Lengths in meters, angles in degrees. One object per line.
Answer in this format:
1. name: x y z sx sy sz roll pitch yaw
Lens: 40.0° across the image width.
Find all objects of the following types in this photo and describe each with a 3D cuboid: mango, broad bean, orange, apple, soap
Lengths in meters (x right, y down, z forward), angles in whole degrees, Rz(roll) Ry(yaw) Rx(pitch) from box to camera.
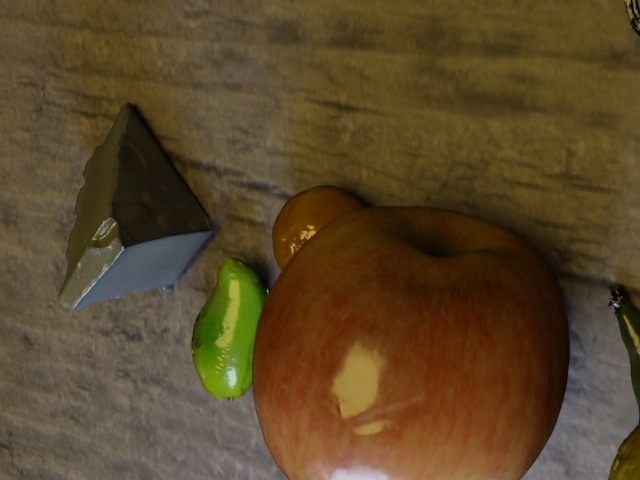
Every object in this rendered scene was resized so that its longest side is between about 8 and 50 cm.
1. mango: -0.142 0.136 1.383 0.125 0.111 0.233 11 106 22
2. broad bean: 0.421 0.199 1.108 0.060 0.043 0.298 -11 92 42
3. orange: 0.000 0.000 1.263 0.159 0.136 0.159 8 105 30
4. apple: 0.113 0.139 1.082 0.391 0.391 0.347 14 109 27
5. soap: -0.342 -0.062 1.380 0.159 0.257 0.302 -45 75 29

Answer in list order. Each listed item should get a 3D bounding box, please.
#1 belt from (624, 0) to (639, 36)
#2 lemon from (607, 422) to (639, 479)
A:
1. belt: 0.443 -0.302 0.989 0.198 0.078 0.151 -35 76 31
2. lemon: 0.473 0.319 0.946 0.336 0.336 0.336 5 101 29
